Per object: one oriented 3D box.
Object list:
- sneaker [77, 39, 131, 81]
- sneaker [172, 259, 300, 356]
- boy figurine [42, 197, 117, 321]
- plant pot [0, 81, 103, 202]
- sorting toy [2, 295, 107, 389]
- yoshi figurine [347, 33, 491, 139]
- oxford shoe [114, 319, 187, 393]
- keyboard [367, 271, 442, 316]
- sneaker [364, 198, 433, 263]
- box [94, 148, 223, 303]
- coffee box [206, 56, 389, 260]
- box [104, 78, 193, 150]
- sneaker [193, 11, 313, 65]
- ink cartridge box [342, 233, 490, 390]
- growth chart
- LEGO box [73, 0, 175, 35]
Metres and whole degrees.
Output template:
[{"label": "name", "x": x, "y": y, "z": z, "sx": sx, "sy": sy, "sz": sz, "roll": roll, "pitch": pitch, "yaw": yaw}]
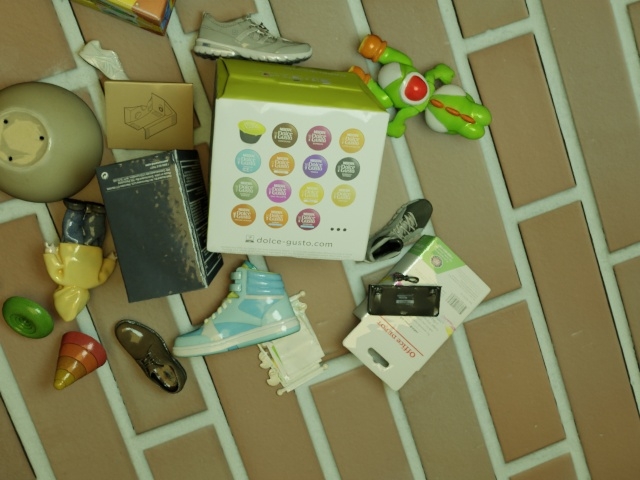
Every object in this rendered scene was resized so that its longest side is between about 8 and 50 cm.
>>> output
[{"label": "sneaker", "x": -0.488, "y": -0.408, "z": 1.587, "sx": 0.152, "sy": 0.054, "sz": 0.061, "roll": 39, "pitch": 86, "yaw": -10}, {"label": "sneaker", "x": -0.222, "y": 0.164, "z": 1.664, "sx": 0.319, "sy": 0.127, "sz": 0.208, "roll": -14, "pitch": 84, "yaw": 2}, {"label": "boy figurine", "x": -0.564, "y": 0.049, "z": 1.602, "sx": 0.177, "sy": 0.092, "sz": 0.285, "roll": 4, "pitch": 100, "yaw": -36}, {"label": "plant pot", "x": -0.644, "y": -0.219, "z": 1.513, "sx": 0.284, "sy": 0.191, "sz": 0.284, "roll": -1, "pitch": 96, "yaw": -9}, {"label": "sorting toy", "x": -0.681, "y": 0.227, "z": 1.563, "sx": 0.366, "sy": 0.126, "sz": 0.127, "roll": 35, "pitch": 132, "yaw": -11}, {"label": "yoshi figurine", "x": 0.244, "y": -0.354, "z": 1.676, "sx": 0.362, "sy": 0.203, "sz": 0.203, "roll": 29, "pitch": 50, "yaw": 3}, {"label": "oxford shoe", "x": -0.411, "y": 0.281, "z": 1.650, "sx": 0.083, "sy": 0.096, "sz": 0.227, "roll": -44, "pitch": 99, "yaw": 0}, {"label": "keyboard", "x": 0.204, "y": 0.130, "z": 1.648, "sx": 0.180, "sy": 0.023, "sz": 0.108, "roll": 2, "pitch": 100, "yaw": -8}, {"label": "sneaker", "x": 0.205, "y": -0.015, "z": 1.696, "sx": 0.229, "sy": 0.132, "sz": 0.086, "roll": -41, "pitch": 100, "yaw": -3}, {"label": "box", "x": -0.347, "y": -0.042, "z": 1.516, "sx": 0.183, "sy": 0.296, "sz": 0.294, "roll": -13, "pitch": 97, "yaw": 0}, {"label": "coffee box", "x": -0.071, "y": -0.187, "z": 1.485, "sx": 0.338, "sy": 0.338, "sz": 0.334, "roll": 3, "pitch": 117, "yaw": -10}, {"label": "box", "x": -0.401, "y": -0.294, "z": 1.601, "sx": 0.201, "sy": 0.021, "sz": 0.164, "roll": 1, "pitch": 116, "yaw": -9}, {"label": "sneaker", "x": -0.155, "y": -0.478, "z": 1.605, "sx": 0.281, "sy": 0.105, "sz": 0.115, "roll": 5, "pitch": 95, "yaw": -9}, {"label": "ink cartridge box", "x": 0.230, "y": 0.181, "z": 1.726, "sx": 0.207, "sy": 0.119, "sz": 0.353, "roll": 44, "pitch": 87, "yaw": -9}, {"label": "growth chart", "x": -0.082, "y": 0.266, "z": 1.736, "sx": 0.172, "sy": 0.021, "sz": 0.237, "roll": -20, "pitch": 99, "yaw": -6}, {"label": "LEGO box", "x": -0.523, "y": -0.728, "z": 1.477, "sx": 0.500, "sy": 0.193, "sz": 0.372, "roll": 19, "pitch": 92, "yaw": -10}]
